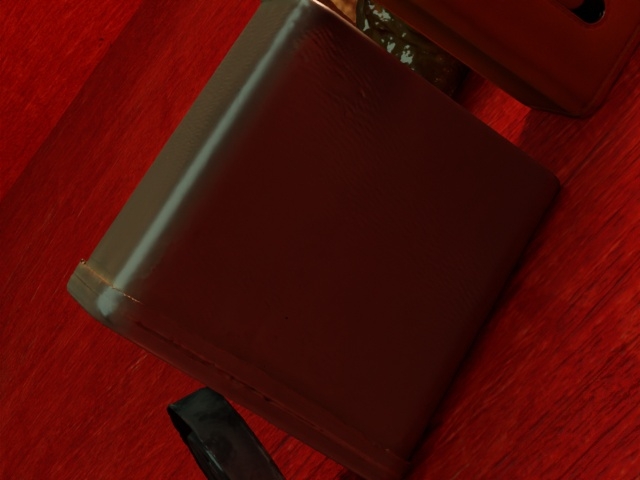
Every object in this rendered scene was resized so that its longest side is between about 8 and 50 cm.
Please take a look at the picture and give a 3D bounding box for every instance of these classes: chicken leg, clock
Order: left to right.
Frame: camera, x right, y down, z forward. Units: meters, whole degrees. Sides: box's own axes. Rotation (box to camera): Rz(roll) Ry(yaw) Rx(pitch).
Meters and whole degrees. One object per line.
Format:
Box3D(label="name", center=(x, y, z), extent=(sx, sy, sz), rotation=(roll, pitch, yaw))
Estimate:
Box3D(label="clock", center=(-0.066, 0.240, 1.333), extent=(0.049, 0.226, 0.226), rotation=(-33, 16, -14))
Box3D(label="chicken leg", center=(0.115, -0.191, 1.642), extent=(0.361, 0.140, 0.211), rotation=(-97, 22, -44))

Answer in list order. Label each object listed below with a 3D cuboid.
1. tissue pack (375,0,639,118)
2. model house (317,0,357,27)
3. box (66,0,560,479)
Box3D(label="tissue pack", center=(0.187, -0.274, 1.382), extent=(0.194, 0.274, 0.145), rotation=(-59, 22, 0))
Box3D(label="model house", center=(0.018, -0.378, 2.001), extent=(0.160, 0.196, 0.254), rotation=(-25, 38, 39))
Box3D(label="box", center=(0.000, 0.000, 1.325), extent=(0.344, 0.352, 0.177), rotation=(-59, 21, -6))
